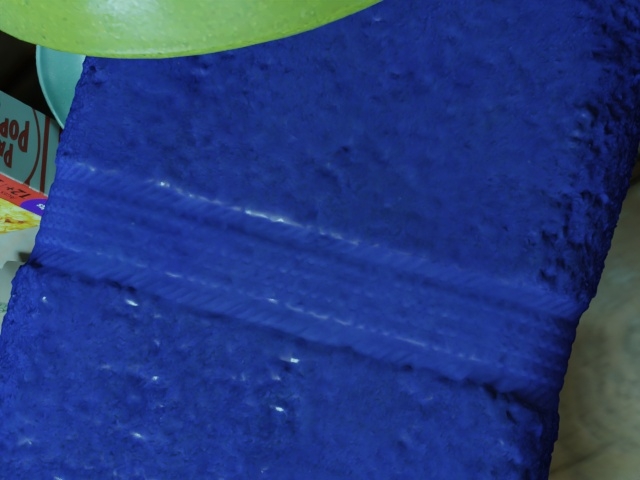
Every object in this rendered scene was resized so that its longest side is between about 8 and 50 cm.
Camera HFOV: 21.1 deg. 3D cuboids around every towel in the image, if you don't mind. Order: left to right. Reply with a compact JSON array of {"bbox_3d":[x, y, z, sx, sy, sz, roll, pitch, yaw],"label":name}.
[{"bbox_3d":[0.000,0.000,0.694,0.228,0.308,0.076,15,174,9],"label":"towel"}]

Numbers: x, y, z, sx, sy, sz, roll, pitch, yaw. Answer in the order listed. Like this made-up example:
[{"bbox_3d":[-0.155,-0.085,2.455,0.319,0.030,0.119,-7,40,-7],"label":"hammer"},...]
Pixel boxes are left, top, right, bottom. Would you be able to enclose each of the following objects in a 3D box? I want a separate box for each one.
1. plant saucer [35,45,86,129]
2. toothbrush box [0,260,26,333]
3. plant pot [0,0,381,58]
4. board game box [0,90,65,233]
[{"bbox_3d":[-0.075,-0.076,0.810,0.119,0.021,0.119,12,128,16],"label":"plant saucer"},{"bbox_3d":[-0.063,0.130,0.837,0.283,0.206,0.122,7,131,18],"label":"toothbrush box"},{"bbox_3d":[-0.068,-0.254,0.487,0.367,0.366,0.353,2,137,22],"label":"plant pot"},{"bbox_3d":[-0.233,-0.038,0.844,0.193,0.045,0.147,-11,157,31],"label":"board game box"}]
